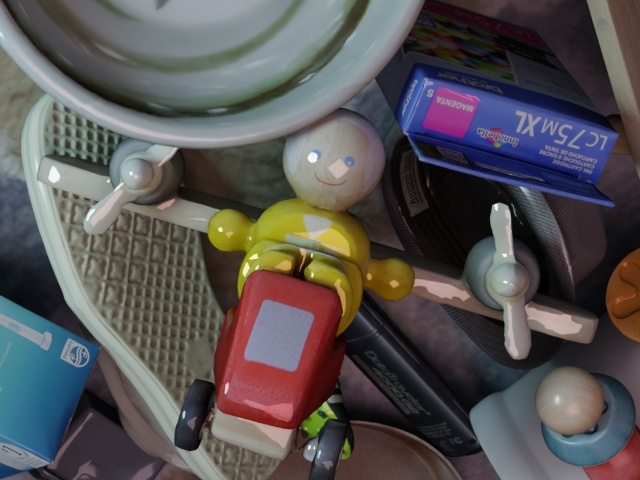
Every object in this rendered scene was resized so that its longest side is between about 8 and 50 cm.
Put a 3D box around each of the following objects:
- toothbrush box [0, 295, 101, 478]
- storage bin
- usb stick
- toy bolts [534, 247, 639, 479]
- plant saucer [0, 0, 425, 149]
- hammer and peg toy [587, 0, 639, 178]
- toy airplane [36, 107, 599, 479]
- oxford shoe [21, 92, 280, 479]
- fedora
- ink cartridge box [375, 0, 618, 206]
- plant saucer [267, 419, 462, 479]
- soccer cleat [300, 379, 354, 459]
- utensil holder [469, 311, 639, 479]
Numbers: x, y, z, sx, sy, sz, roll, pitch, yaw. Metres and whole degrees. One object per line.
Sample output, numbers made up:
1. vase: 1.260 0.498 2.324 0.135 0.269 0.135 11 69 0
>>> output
1. toothbrush box: -0.390 0.105 1.644 0.295 0.216 0.126 32 63 -22
2. storage bin: -0.227 0.224 1.814 0.135 0.098 0.091 37 95 -23
3. usb stick: 0.075 0.126 1.825 0.077 0.045 0.278 -15 127 44
4. toy bolts: 0.281 0.099 1.573 0.228 0.218 0.158 -38 146 7
5. plant saucer: -0.104 -0.273 1.442 0.401 0.100 0.400 0 90 -15
6. hammer and peg toy: 0.309 -0.258 1.573 0.266 0.127 0.361 -44 125 -34
7. toy airplane: 0.000 0.000 1.535 0.386 0.384 0.272 -9 127 -35
8. oxford shoe: -0.179 0.056 1.713 0.169 0.130 0.449 -43 119 -32
9. fedora: 0.181 -0.027 1.687 0.124 0.275 0.243 -29 161 -29
10. ink cartridge box: 0.144 -0.134 1.566 0.186 0.311 0.065 14 115 -16
11. plant saucer: 0.010 0.316 1.918 0.311 0.050 0.310 -4 116 -8
12. soccer cleat: 0.000 0.144 1.787 0.060 0.072 0.179 1 128 37
13. utensil holder: 0.400 0.181 1.766 0.385 0.327 0.327 -39 116 7
